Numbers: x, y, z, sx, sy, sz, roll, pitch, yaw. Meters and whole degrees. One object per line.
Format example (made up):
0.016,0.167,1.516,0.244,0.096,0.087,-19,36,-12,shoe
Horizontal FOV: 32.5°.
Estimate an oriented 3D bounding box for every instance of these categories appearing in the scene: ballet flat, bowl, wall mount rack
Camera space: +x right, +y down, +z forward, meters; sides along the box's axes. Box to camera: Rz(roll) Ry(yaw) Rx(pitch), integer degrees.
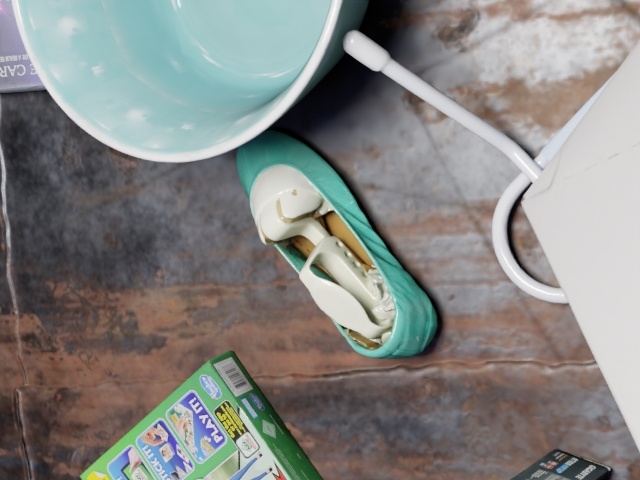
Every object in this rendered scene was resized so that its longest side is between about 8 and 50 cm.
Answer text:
0.000,0.000,0.923,0.247,0.087,0.083,49,117,14,ballet flat
-0.080,-0.223,0.889,0.312,0.163,0.311,5,100,29,bowl
0.202,-0.115,0.770,0.304,0.130,0.350,48,116,14,wall mount rack

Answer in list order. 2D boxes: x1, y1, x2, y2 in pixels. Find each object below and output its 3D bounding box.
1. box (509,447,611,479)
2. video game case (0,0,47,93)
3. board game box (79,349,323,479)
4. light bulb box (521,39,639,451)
0.139,0.269,0.813,0.051,0.220,0.175,16,105,32,box
-0.266,-0.284,1.061,0.196,0.026,0.274,1,99,29,video game case
-0.070,0.293,1.032,0.213,0.046,0.317,-42,77,26,board game box
0.332,0.053,0.521,0.361,0.358,0.225,27,113,-16,light bulb box
